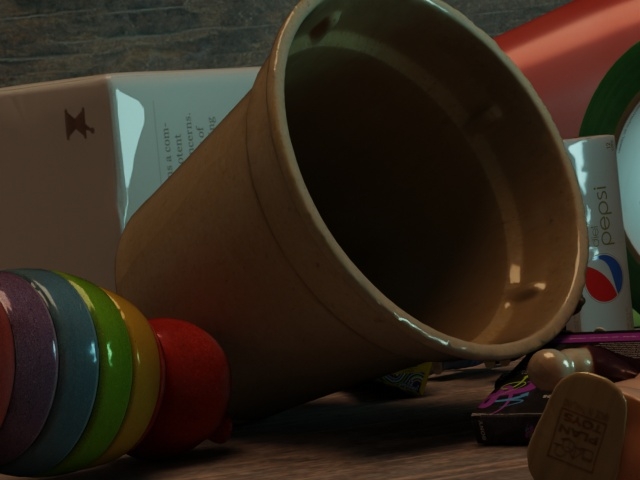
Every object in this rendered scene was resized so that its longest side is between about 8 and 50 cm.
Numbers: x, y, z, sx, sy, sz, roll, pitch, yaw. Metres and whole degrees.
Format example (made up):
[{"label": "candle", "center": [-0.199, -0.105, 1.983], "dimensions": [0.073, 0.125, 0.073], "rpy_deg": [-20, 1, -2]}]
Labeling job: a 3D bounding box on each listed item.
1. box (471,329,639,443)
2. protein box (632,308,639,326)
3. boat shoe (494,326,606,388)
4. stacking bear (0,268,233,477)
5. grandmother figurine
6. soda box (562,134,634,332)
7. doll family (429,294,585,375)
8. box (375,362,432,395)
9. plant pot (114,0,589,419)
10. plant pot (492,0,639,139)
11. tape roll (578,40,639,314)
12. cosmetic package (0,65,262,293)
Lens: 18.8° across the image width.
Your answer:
[{"label": "box", "center": [0.198, 0.110, 1.473], "dimensions": [0.116, 0.029, 0.162], "rpy_deg": [-4, 17, 30]}, {"label": "protein box", "center": [0.348, 0.023, 2.221], "dimensions": [0.199, 0.136, 0.201], "rpy_deg": [-5, 3, 16]}, {"label": "boat shoe", "center": [0.241, 0.100, 1.589], "dimensions": [0.206, 0.065, 0.075], "rpy_deg": [-6, 5, 8]}, {"label": "stacking bear", "center": [-0.187, 0.105, 1.446], "dimensions": [0.289, 0.175, 0.164], "rpy_deg": [9, -51, -48]}, {"label": "grandmother figurine", "center": [0.231, 0.109, 1.220], "dimensions": [0.207, 0.104, 0.342], "rpy_deg": [26, 13, 22]}, {"label": "soda box", "center": [0.258, 0.005, 1.936], "dimensions": [0.069, 0.216, 0.074], "rpy_deg": [-9, 3, -29]}, {"label": "doll family", "center": [0.176, 0.091, 1.840], "dimensions": [0.193, 0.076, 0.111], "rpy_deg": [-7, 6, 45]}, {"label": "box", "center": [0.053, 0.104, 1.813], "dimensions": [0.059, 0.054, 0.169], "rpy_deg": [20, -4, -14]}, {"label": "plant pot", "center": [0.000, 0.000, 1.620], "dimensions": [0.334, 0.334, 0.305], "rpy_deg": [-8, -19, -46]}, {"label": "plant pot", "center": [0.311, -0.165, 2.296], "dimensions": [0.243, 0.275, 0.275], "rpy_deg": [-15, 4, -6]}, {"label": "tape roll", "center": [0.404, -0.060, 1.919], "dimensions": [0.321, 0.321, 0.077], "rpy_deg": [-3, 4, 42]}, {"label": "cosmetic package", "center": [-0.181, -0.019, 2.148], "dimensions": [0.327, 0.329, 0.393], "rpy_deg": [-2, 4, 43]}]
